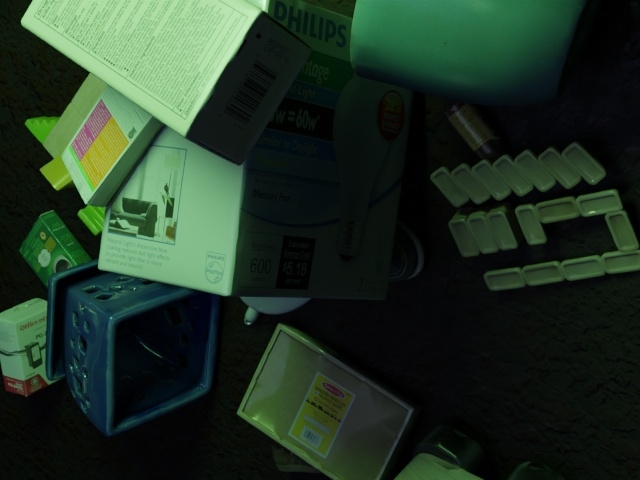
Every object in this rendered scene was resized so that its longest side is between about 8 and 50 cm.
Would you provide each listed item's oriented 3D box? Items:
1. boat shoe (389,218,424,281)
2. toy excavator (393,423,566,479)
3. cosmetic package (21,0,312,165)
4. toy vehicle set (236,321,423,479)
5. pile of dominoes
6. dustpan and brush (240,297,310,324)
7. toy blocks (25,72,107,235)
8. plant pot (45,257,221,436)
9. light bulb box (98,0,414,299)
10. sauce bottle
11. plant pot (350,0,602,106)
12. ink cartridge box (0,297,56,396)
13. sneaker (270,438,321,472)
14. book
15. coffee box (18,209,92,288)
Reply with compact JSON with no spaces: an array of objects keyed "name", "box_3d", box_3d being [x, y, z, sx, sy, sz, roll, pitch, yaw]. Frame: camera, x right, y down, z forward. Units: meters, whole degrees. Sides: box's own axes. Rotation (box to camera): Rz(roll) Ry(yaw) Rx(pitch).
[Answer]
[{"name":"boat shoe","box_3d":[0.000,0.000,1.853,0.319,0.099,0.116,20,119,31]},{"name":"toy excavator","box_3d":[0.269,0.546,1.829,0.433,0.222,0.445,22,134,30]},{"name":"cosmetic package","box_3d":[-0.177,-0.230,1.413,0.309,0.113,0.160,36,96,34]},{"name":"toy vehicle set","box_3d":[0.010,0.263,1.954,0.267,0.035,0.166,31,101,25]},{"name":"pile of dominoes","box_3d":[0.285,-0.036,1.651,0.251,0.040,0.196,-11,115,36]},{"name":"dustpan and brush","box_3d":[-0.087,0.082,1.975,0.147,0.060,0.211,22,132,-6]},{"name":"toy blocks","box_3d":[-0.256,-0.144,1.965,0.381,0.190,0.261,48,119,13]},{"name":"plant pot","box_3d":[-0.323,0.151,2.090,0.212,0.236,0.236,28,123,35]},{"name":"light bulb box","box_3d":[-0.070,-0.117,1.627,0.225,0.358,0.361,9,93,35]},{"name":"sauce bottle","box_3d":[0.216,-0.132,1.666,0.128,0.042,0.042,51,131,-3]},{"name":"plant pot","box_3d":[0.201,-0.290,1.466,0.235,0.293,0.293,22,122,13]},{"name":"ink cartridge box","box_3d":[-0.539,0.197,2.352,0.063,0.109,0.151,10,114,36]},{"name":"sneaker","box_3d":[-0.012,0.329,2.021,0.188,0.066,0.071,-14,98,40]},{"name":"book","box_3d":[-0.254,-0.125,1.524,0.144,0.035,0.096,-51,56,23]},{"name":"coffee box","box_3d":[-0.461,0.051,2.276,0.184,0.040,0.113,50,131,11]}]
